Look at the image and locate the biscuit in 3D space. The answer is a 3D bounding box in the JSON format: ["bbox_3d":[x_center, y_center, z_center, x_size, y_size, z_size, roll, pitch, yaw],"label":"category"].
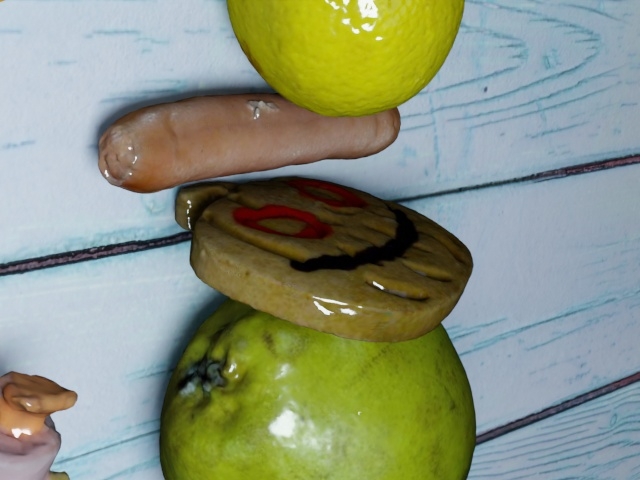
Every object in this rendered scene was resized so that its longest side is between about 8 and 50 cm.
[{"bbox_3d":[0.000,-0.001,1.426,0.367,0.314,0.063,-41,151,-68],"label":"biscuit"}]

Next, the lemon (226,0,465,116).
[{"bbox_3d":[0.025,-0.257,1.375,0.267,0.267,0.267,-22,121,-41],"label":"lemon"}]

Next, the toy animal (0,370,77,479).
[{"bbox_3d":[-0.336,0.242,1.252,0.195,0.169,0.281,15,94,-16],"label":"toy animal"}]

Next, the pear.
[{"bbox_3d":[0.007,0.202,1.497,0.413,0.352,0.352,29,84,-60],"label":"pear"}]

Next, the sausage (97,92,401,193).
[{"bbox_3d":[-0.065,-0.114,1.450,0.419,0.094,0.094,-12,125,-46],"label":"sausage"}]
